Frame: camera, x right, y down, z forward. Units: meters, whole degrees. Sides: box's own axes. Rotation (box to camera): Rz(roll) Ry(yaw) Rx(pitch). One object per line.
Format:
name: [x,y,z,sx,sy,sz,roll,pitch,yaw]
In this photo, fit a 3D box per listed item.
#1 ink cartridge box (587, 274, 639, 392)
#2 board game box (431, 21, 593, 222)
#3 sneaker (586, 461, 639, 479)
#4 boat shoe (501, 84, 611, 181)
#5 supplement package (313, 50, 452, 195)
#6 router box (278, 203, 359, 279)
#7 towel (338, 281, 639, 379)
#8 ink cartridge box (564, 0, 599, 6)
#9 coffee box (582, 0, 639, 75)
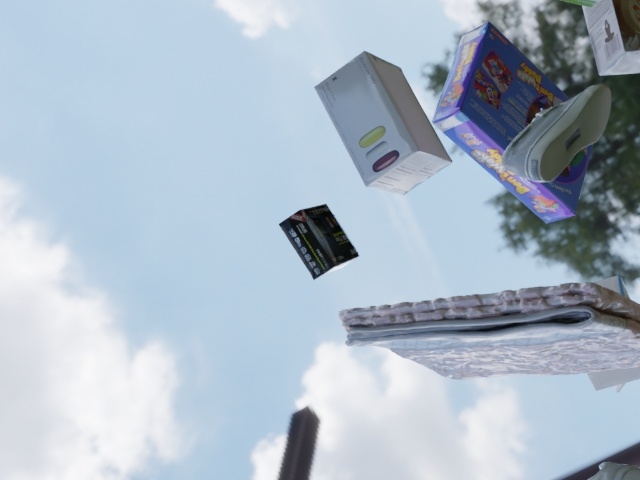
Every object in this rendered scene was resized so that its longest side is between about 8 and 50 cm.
ink cartridge box: [0.416,0.140,1.533,0.143,0.090,0.092,56,-154,-31]
board game box: [0.391,-0.229,2.100,0.347,0.078,0.233,37,-123,-25]
sneaker: [0.346,0.307,1.118,0.099,0.121,0.262,-50,-41,-25]
boat shoe: [0.329,-0.158,1.485,0.227,0.081,0.079,-40,-49,-37]
supplement package: [0.140,-0.254,2.338,0.204,0.145,0.261,6,-127,-62]
router box: [0.000,0.000,1.475,0.092,0.038,0.122,58,-160,4]
towel: [0.238,0.120,1.287,0.317,0.332,0.053,22,-115,-52]
ink cartridge box: [0.283,-0.380,1.191,0.189,0.255,0.097,9,-107,-11]
coffee box: [0.520,-0.410,1.778,0.098,0.141,0.246,126,137,-70]
